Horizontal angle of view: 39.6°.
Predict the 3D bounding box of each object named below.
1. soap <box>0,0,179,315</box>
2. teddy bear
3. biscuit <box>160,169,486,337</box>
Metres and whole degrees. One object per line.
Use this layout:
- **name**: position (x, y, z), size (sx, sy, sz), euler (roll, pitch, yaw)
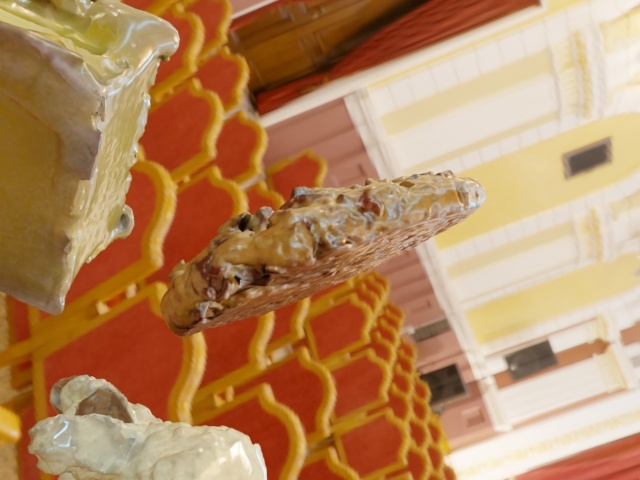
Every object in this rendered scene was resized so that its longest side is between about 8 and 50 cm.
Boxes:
- **soap**: position (-0.196, -0.073, 0.410), size (0.076, 0.233, 0.135), euler (-68, 180, -56)
- **teddy bear**: position (-0.250, 0.328, 1.026), size (0.327, 0.362, 0.375), euler (64, 34, -33)
- **biscuit**: position (-0.002, 0.001, 0.868), size (0.289, 0.334, 0.081), euler (-34, -104, 59)
